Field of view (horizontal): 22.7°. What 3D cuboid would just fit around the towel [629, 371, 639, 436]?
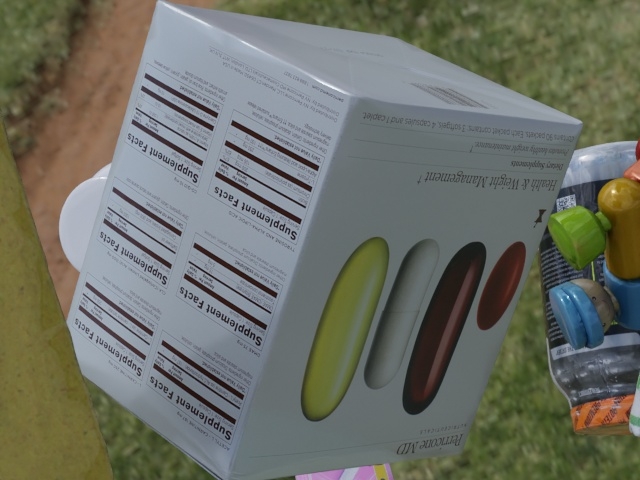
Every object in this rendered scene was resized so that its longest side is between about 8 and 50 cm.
[{"bbox_3d":[0.429,0.055,1.597,0.038,0.248,0.324,28,101,45],"label":"towel"}]

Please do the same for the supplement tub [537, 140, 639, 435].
[{"bbox_3d":[0.375,0.063,1.963,0.207,0.207,0.337,-8,76,20],"label":"supplement tub"}]

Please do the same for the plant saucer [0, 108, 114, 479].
[{"bbox_3d":[-0.281,0.000,0.701,0.333,0.332,0.081,-14,5,30],"label":"plant saucer"}]

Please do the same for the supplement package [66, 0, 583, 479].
[{"bbox_3d":[0.000,0.000,0.851,0.149,0.194,0.203,31,110,38],"label":"supplement package"}]

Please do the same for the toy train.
[{"bbox_3d":[0.232,-0.029,1.189,0.143,0.248,0.105,-25,43,-9],"label":"toy train"}]

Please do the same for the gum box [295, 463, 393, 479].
[{"bbox_3d":[0.043,0.334,1.808,0.107,0.062,0.188,-13,60,-4],"label":"gum box"}]

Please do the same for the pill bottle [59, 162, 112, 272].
[{"bbox_3d":[-0.126,-0.012,1.343,0.117,0.215,0.117,1,91,24],"label":"pill bottle"}]
